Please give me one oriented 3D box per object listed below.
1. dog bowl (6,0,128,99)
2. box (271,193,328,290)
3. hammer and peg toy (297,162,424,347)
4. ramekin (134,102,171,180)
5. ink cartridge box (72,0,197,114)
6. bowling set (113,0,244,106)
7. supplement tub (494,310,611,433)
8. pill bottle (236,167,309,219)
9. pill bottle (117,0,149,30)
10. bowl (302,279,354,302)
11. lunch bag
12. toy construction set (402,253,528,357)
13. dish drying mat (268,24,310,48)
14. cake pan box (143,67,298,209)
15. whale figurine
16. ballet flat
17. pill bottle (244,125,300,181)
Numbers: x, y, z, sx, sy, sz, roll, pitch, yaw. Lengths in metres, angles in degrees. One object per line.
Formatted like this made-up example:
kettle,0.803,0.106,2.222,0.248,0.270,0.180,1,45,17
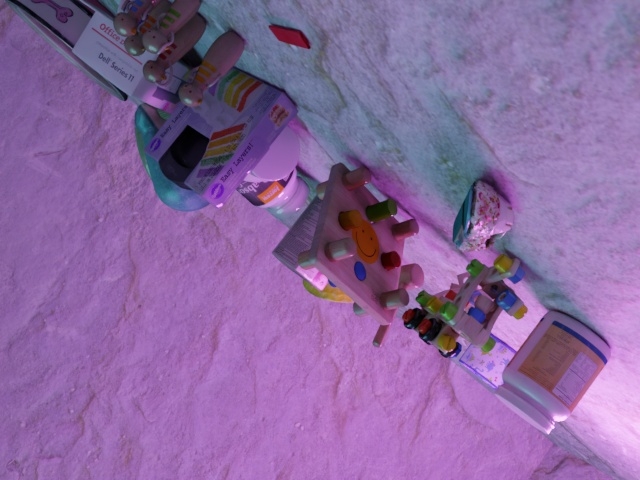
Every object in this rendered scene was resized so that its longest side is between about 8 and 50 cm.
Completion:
dog bowl,-0.679,-0.593,1.882,0.408,0.150,0.408,37,173,5
box,0.000,0.000,1.856,0.127,0.232,0.148,42,173,-36
hammer and peg toy,0.118,0.041,1.363,0.127,0.266,0.361,-18,132,36
ramekin,-0.382,-0.263,1.806,0.303,0.148,0.304,-14,-90,-78
ink cartridge box,-0.405,-0.394,1.487,0.207,0.119,0.353,37,-172,19
bowling set,-0.295,-0.379,1.148,0.287,0.154,0.200,34,173,37
supplement tub,0.443,0.253,1.263,0.144,0.200,0.144,38,174,4
pill bottle,-0.166,-0.189,1.774,0.278,0.162,0.162,42,173,-32
pill bottle,-0.355,-0.454,1.362,0.120,0.067,0.067,38,174,4
bowl,0.087,0.057,1.984,0.289,0.289,0.156,30,128,53
lunch bag,0.518,0.364,2.003,0.151,0.129,0.096,37,174,5
toy construction set,0.281,0.124,1.292,0.151,0.215,0.328,38,178,4
dish drying mat,-0.045,-0.299,0.960,0.083,0.008,0.032,33,172,48
cake pan box,-0.211,-0.218,1.328,0.245,0.267,0.070,37,177,41
whale figurine,-0.353,-0.183,1.519,0.272,0.141,0.216,52,168,-16
ballet flat,0.244,-0.034,0.973,0.077,0.091,0.241,7,173,8
pill bottle,-0.168,-0.226,1.481,0.169,0.169,0.301,42,173,-34
